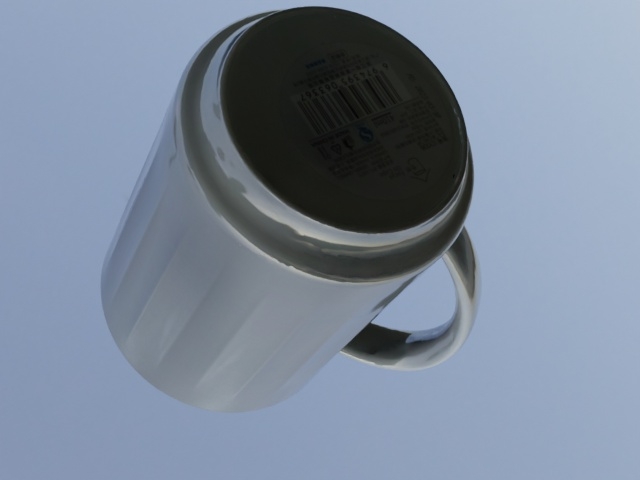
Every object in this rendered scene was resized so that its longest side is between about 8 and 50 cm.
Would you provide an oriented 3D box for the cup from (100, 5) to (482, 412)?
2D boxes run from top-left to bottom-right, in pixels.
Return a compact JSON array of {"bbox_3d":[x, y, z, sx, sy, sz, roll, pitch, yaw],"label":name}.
[{"bbox_3d":[0.000,0.000,0.949,0.323,0.327,0.236,25,-124,-10],"label":"cup"}]
